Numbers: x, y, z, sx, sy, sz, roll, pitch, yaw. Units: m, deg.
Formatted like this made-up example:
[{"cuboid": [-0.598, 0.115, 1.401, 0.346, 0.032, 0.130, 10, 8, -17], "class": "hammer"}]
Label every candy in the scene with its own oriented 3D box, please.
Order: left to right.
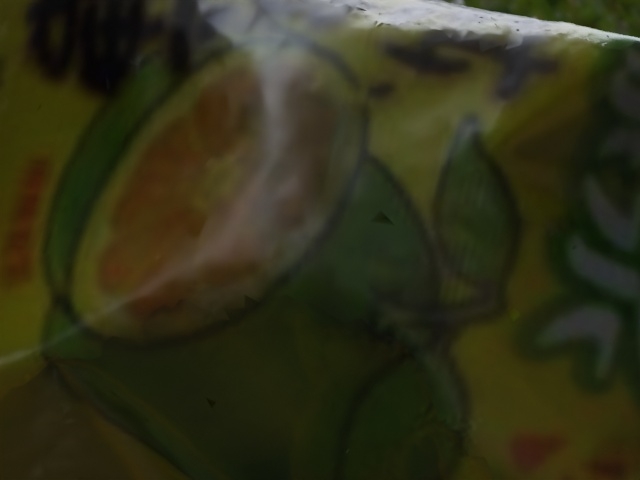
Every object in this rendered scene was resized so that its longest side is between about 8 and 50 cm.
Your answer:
[{"cuboid": [0.000, 0.000, 0.458, 0.297, 0.187, 0.081, 12, -20, 15], "class": "candy"}]
